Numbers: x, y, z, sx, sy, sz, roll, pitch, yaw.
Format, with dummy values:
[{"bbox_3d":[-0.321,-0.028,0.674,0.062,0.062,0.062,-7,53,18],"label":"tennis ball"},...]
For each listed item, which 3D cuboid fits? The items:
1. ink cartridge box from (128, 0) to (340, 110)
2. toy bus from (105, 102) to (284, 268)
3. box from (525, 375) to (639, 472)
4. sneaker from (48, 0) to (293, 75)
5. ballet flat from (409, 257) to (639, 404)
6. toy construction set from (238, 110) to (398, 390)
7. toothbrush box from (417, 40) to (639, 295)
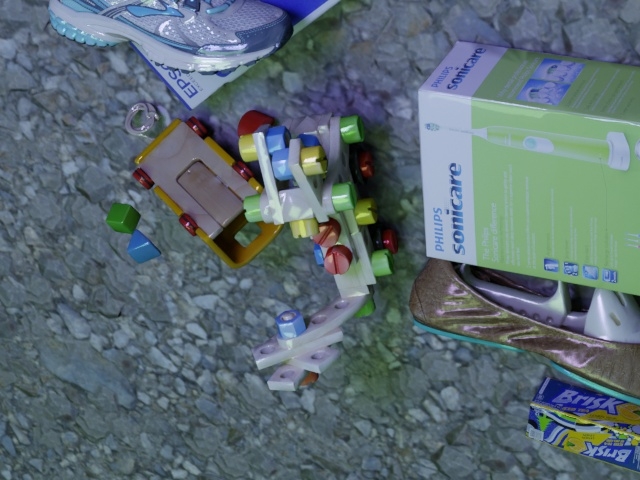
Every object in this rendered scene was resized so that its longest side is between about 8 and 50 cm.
[{"bbox_3d":[-0.132,-0.332,2.069,0.304,0.072,0.307,49,132,-11],"label":"ink cartridge box"},{"bbox_3d":[-0.131,-0.057,2.226,0.190,0.202,0.104,-6,149,23],"label":"toy bus"},{"bbox_3d":[0.322,0.213,2.202,0.168,0.059,0.054,17,127,17],"label":"box"},{"bbox_3d":[-0.164,-0.255,2.026,0.283,0.110,0.122,12,124,19],"label":"sneaker"},{"bbox_3d":[0.263,0.080,2.128,0.342,0.116,0.124,20,110,20],"label":"ballet flat"},{"bbox_3d":[0.000,0.000,2.115,0.151,0.215,0.328,4,120,9],"label":"toy construction set"},{"bbox_3d":[0.254,-0.073,2.001,0.283,0.122,0.206,9,126,22],"label":"toothbrush box"}]
